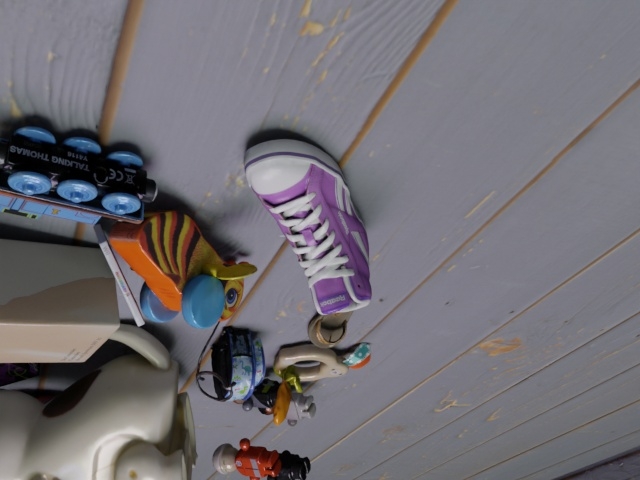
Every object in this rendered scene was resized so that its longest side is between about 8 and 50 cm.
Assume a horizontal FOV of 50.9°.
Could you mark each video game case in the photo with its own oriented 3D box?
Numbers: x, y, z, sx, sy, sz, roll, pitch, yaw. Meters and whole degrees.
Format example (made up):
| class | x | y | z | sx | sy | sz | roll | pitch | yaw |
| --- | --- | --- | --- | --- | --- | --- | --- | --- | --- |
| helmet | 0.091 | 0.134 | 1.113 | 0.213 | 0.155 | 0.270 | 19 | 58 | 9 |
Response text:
| class | x | y | z | sx | sy | sz | roll | pitch | yaw |
| --- | --- | --- | --- | --- | --- | --- | --- | --- | --- |
| video game case | -0.261 | 0.044 | 0.871 | 0.011 | 0.087 | 0.122 | -25 | 114 | -15 |

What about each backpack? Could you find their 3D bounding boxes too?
| class | x | y | z | sx | sy | sz | roll | pitch | yaw |
| --- | --- | --- | --- | --- | --- | --- | --- | --- | --- |
| backpack | -0.147 | 0.229 | 1.215 | 0.084 | 0.114 | 0.105 | 7 | 145 | -23 |

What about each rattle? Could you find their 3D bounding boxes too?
| class | x | y | z | sx | sy | sz | roll | pitch | yaw |
| --- | --- | --- | --- | --- | --- | --- | --- | --- | --- |
| rattle | 0.011 | 0.276 | 1.311 | 0.199 | 0.143 | 0.130 | 8 | 127 | -13 |

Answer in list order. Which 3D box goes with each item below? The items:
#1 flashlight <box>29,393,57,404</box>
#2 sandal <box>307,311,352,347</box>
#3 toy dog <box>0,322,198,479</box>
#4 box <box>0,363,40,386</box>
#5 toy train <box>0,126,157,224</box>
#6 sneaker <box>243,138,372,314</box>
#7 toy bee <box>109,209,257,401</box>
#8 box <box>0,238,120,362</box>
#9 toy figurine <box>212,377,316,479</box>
| class | x | y | z | sx | sy | sz | roll | pitch | yaw |
| --- | --- | --- | --- | --- | --- | --- | --- | --- | --- |
| flashlight | -0.461 | 0.349 | 1.352 | 0.304 | 0.103 | 0.103 | -4 | 146 | -3 |
| sandal | 0.022 | 0.155 | 1.195 | 0.072 | 0.049 | 0.180 | 1 | 147 | -15 |
| toy dog | -0.436 | 0.354 | 1.149 | 0.407 | 0.284 | 0.395 | -7 | 119 | -6 |
| box | -0.592 | 0.215 | 1.175 | 0.116 | 0.029 | 0.162 | -17 | 146 | 14 |
| toy train | -0.280 | -0.065 | 0.753 | 0.184 | 0.080 | 0.105 | 13 | 152 | -34 |
| sneaker | 0.001 | 0.000 | 0.838 | 0.102 | 0.161 | 0.282 | -19 | 145 | 20 |
| toy bee | -0.173 | 0.056 | 0.932 | 0.195 | 0.162 | 0.298 | 19 | 138 | 15 |
| box | -0.435 | 0.078 | 0.860 | 0.311 | 0.121 | 0.148 | 6 | 148 | -38 |
| toy figurine | -0.117 | 0.400 | 1.412 | 0.148 | 0.210 | 0.213 | -4 | 159 | 25 |
